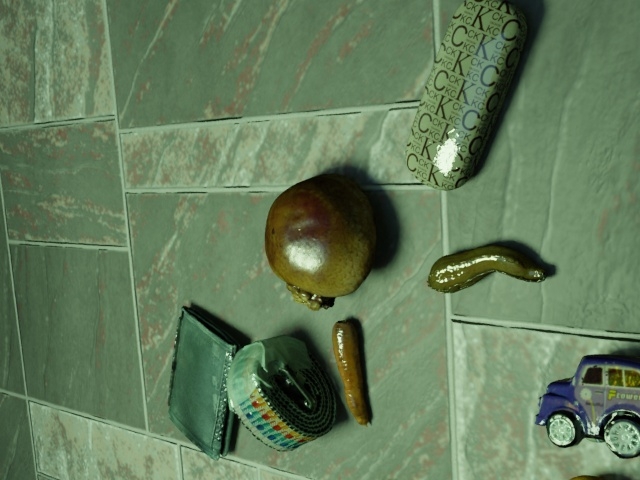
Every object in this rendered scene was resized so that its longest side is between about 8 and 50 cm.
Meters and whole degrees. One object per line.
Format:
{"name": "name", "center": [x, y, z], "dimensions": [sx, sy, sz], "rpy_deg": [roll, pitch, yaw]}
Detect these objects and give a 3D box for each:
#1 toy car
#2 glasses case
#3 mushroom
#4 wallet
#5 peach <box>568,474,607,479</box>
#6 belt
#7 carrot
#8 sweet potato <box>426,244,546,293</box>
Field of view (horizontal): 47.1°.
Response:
{"name": "toy car", "center": [0.482, 0.268, 1.220], "dimensions": [0.235, 0.172, 0.157], "rpy_deg": [-3, 80, 40]}
{"name": "glasses case", "center": [0.259, -0.260, 1.329], "dimensions": [0.137, 0.085, 0.354], "rpy_deg": [31, 117, 30]}
{"name": "mushroom", "center": [-0.006, 0.008, 1.515], "dimensions": [0.263, 0.195, 0.283], "rpy_deg": [5, 102, 31]}
{"name": "wallet", "center": [-0.297, 0.360, 1.884], "dimensions": [0.237, 0.075, 0.342], "rpy_deg": [26, 116, 38]}
{"name": "peach", "center": [0.476, 0.481, 1.270], "dimensions": [0.138, 0.138, 0.138], "rpy_deg": [8, 103, 36]}
{"name": "belt", "center": [-0.087, 0.333, 1.629], "dimensions": [0.150, 0.207, 0.257], "rpy_deg": [-37, 93, 35]}
{"name": "carrot", "center": [0.067, 0.290, 1.601], "dimensions": [0.059, 0.059, 0.247], "rpy_deg": [-6, 98, 38]}
{"name": "sweet potato", "center": [0.303, 0.050, 1.372], "dimensions": [0.233, 0.062, 0.081], "rpy_deg": [-10, 107, 35]}
